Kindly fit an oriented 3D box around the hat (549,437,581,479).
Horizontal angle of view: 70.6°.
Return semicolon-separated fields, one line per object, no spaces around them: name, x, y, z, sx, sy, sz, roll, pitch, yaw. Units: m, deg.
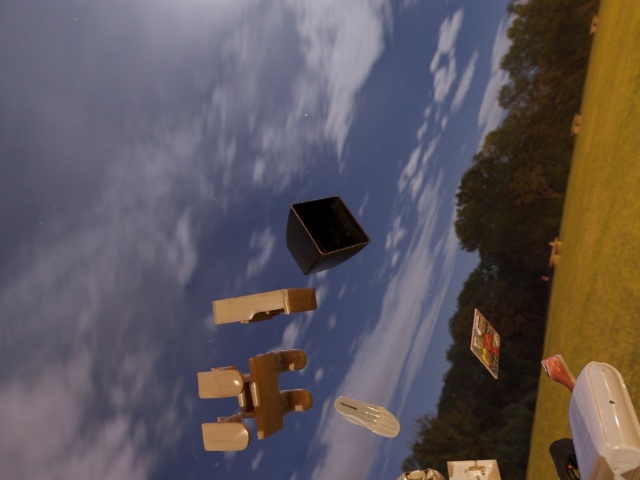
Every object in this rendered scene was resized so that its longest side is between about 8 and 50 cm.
hat;1.029;0.860;1.679;0.134;0.331;0.330;-18;-53;-17

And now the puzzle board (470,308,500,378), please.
puzzle board;0.369;0.226;1.004;0.096;0.011;0.128;49;-142;-14

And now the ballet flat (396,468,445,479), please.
ballet flat;0.274;0.627;1.186;0.169;0.057;0.052;9;-67;-32

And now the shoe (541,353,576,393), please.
shoe;0.953;0.547;1.793;0.063;0.081;0.177;59;-169;-63

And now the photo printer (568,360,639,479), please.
photo printer;0.757;0.504;1.220;0.307;0.107;0.255;-61;-29;-55

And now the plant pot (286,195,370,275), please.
plant pot;0.000;0.000;1.361;0.188;0.187;0.167;-13;-31;-38

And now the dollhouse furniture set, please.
dollhouse furniture set;-0.137;0.349;1.301;0.362;0.257;0.393;9;-110;-64

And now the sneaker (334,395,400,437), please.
sneaker;0.178;0.647;1.666;0.094;0.258;0.091;-59;-32;-22

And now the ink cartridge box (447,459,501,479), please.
ink cartridge box;0.436;0.657;1.285;0.099;0.136;0.056;56;-153;-57
